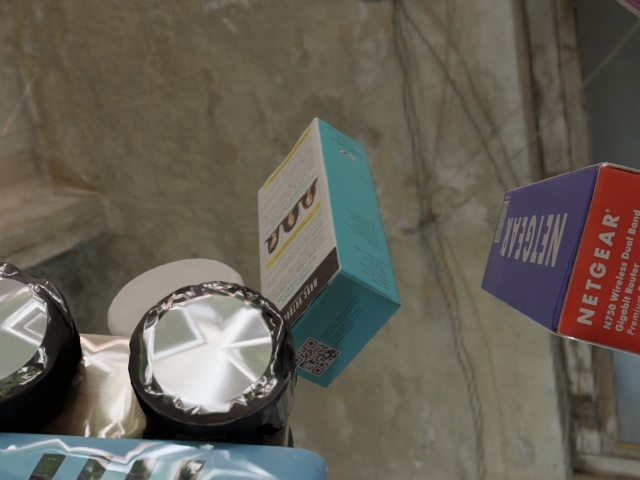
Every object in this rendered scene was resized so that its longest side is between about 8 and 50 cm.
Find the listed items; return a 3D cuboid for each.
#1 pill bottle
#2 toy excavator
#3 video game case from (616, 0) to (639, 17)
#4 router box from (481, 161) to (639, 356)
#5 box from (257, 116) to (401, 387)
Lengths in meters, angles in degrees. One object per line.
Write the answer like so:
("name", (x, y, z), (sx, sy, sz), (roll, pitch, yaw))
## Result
("pill bottle", (-0.141, 0.187, 1.188), (0.169, 0.169, 0.301), (-50, -44, -46))
("toy excavator", (-0.074, 0.267, 0.589), (0.222, 0.433, 0.445), (94, 180, -55))
("video game case", (0.194, -0.174, 0.519), (0.011, 0.087, 0.122), (-33, -23, -31))
("router box", (0.266, 0.039, 0.572), (0.335, 0.301, 0.082), (-15, -61, -87))
("box", (0.000, 0.000, 0.804), (0.060, 0.100, 0.244), (29, -153, -22))
